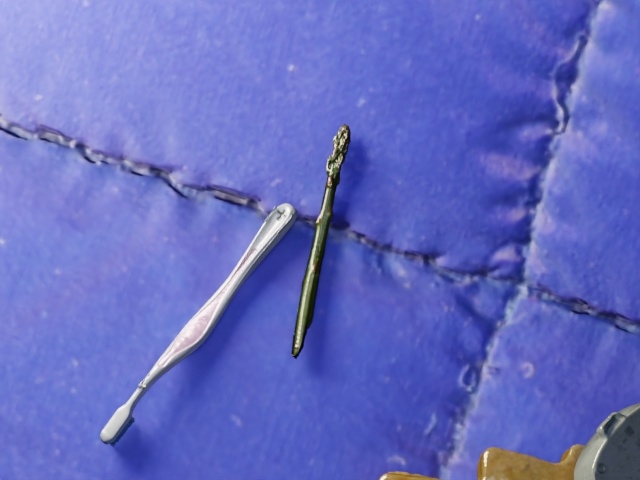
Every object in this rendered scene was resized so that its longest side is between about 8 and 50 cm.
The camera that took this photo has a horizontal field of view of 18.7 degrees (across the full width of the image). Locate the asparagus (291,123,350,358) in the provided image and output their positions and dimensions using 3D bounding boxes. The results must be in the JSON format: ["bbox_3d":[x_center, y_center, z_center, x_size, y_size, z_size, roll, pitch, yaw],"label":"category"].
[{"bbox_3d":[0.000,0.000,1.318,0.016,0.013,0.166,1,74,40],"label":"asparagus"}]

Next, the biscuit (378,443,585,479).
[{"bbox_3d":[0.145,0.217,1.269,0.238,0.041,0.212,-29,80,-7],"label":"biscuit"}]

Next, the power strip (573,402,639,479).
[{"bbox_3d":[0.251,0.199,1.258,0.080,0.029,0.227,-44,98,-22],"label":"power strip"}]

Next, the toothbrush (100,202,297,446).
[{"bbox_3d":[-0.080,0.055,1.300,0.017,0.022,0.204,34,79,20],"label":"toothbrush"}]
